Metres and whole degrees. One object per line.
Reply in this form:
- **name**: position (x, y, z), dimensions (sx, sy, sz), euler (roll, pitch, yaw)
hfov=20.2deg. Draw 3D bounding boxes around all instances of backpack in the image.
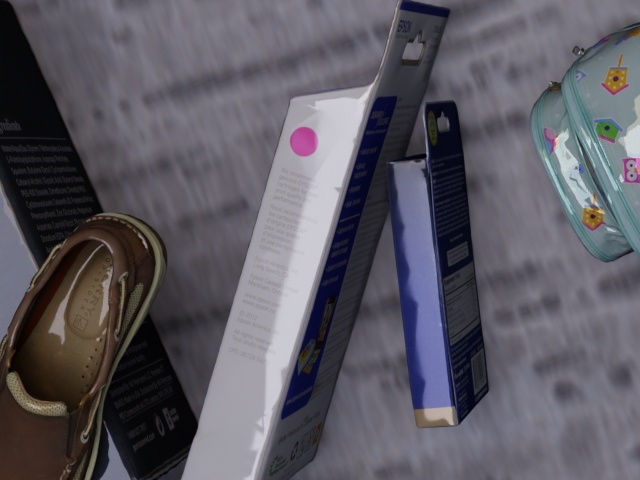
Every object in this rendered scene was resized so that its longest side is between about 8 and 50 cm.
- **backpack**: position (0.227, -0.066, 1.229), dimensions (0.144, 0.188, 0.166), euler (-23, 90, 15)

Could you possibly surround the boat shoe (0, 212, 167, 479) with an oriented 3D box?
- **boat shoe**: position (-0.186, 0.101, 1.181), dimensions (0.095, 0.095, 0.257), euler (21, 95, 7)

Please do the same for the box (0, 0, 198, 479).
- **box**: position (-0.315, 0.046, 1.352), dimensions (0.293, 0.212, 0.395), euler (-24, 90, 9)

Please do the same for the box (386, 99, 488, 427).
- **box**: position (0.084, 0.012, 1.300), dimensions (0.036, 0.136, 0.225), euler (-4, 94, 15)

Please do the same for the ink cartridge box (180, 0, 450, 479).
- **ink cartridge box**: position (0.000, 0.000, 1.299), dimensions (0.069, 0.176, 0.371), euler (21, 100, 12)
